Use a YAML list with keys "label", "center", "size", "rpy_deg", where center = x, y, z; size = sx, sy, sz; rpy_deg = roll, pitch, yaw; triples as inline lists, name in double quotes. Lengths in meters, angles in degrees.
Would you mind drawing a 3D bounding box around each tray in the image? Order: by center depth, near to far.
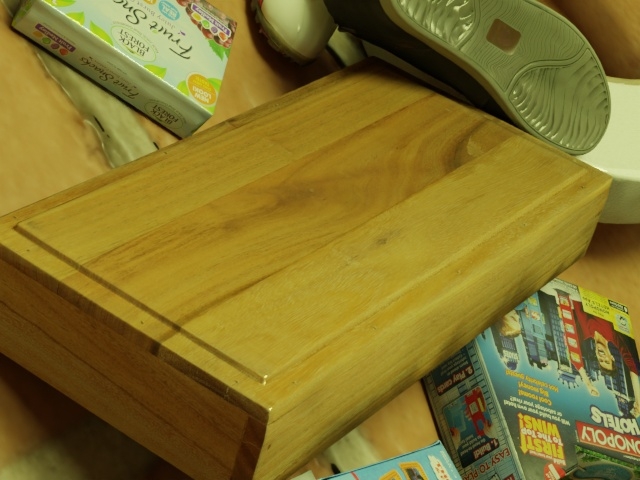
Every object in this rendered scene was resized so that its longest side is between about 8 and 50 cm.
- label: "tray"
  center: [0.000, 0.000, 1.039]
  size: [0.203, 0.076, 0.411]
  rpy_deg: [30, 32, 22]

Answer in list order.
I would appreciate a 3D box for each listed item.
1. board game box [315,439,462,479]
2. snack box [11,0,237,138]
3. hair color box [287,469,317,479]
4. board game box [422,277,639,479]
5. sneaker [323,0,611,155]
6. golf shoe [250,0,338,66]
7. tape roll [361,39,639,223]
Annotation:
- label: "board game box"
  center: [0.064, 0.204, 0.986]
  size: [0.160, 0.039, 0.211]
  rpy_deg: [61, 20, 12]
- label: "snack box"
  center: [-0.128, -0.145, 1.127]
  size: [0.141, 0.037, 0.100]
  rpy_deg: [33, 43, -22]
- label: "hair color box"
  center: [-0.006, 0.210, 0.964]
  size: [0.072, 0.043, 0.141]
  rpy_deg: [-14, 72, -49]
- label: "board game box"
  center: [0.147, 0.113, 1.178]
  size: [0.194, 0.060, 0.194]
  rpy_deg: [21, 48, -32]
- label: "sneaker"
  center: [0.108, -0.141, 1.217]
  size: [0.222, 0.118, 0.083]
  rpy_deg: [36, 80, -26]
- label: "golf shoe"
  center: [-0.002, -0.211, 1.267]
  size: [0.067, 0.086, 0.186]
  rpy_deg: [31, 44, -24]
- label: "tape roll"
  center: [0.216, -0.195, 1.376]
  size: [0.392, 0.072, 0.392]
  rpy_deg: [10, 57, -15]
